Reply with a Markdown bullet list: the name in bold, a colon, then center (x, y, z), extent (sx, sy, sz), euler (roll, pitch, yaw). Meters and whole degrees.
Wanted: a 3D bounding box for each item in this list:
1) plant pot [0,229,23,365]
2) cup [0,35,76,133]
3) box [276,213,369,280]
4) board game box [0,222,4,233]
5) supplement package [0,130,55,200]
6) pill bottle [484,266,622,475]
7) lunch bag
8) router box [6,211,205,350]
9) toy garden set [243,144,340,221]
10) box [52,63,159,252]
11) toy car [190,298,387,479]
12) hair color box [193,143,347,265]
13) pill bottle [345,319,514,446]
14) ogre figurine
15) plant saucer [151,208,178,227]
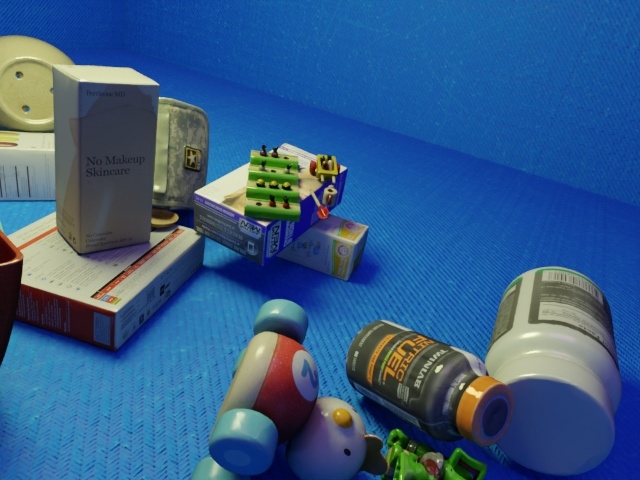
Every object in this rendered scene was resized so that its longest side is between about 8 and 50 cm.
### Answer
- **plant pot**: center (-0.563, 0.096, 0.655), extent (0.267, 0.236, 0.267), euler (31, 32, 33)
- **cup**: center (-0.771, -0.385, 1.356), extent (0.330, 0.332, 0.236), euler (-6, 13, -32)
- **box**: center (0.000, 0.000, 1.226), extent (0.203, 0.103, 0.114), euler (19, 28, 15)
- **board game box**: center (-0.721, 0.011, 0.972), extent (0.210, 0.047, 0.160), euler (-8, 32, -36)
- **supplement package**: center (-0.749, -0.183, 1.250), extent (0.243, 0.134, 0.139), euler (-3, 29, -27)
- **pill bottle**: center (0.391, 0.202, 0.872), extent (0.204, 0.204, 0.361), euler (21, 28, 18)
- **lunch bag**: center (-0.352, -0.192, 1.210), extent (0.168, 0.236, 0.287), euler (4, 2, -13)
- **router box**: center (-0.430, 0.043, 0.987), extent (0.300, 0.082, 0.335), euler (15, 26, 8)
- **toy garden set**: center (-0.050, -0.127, 1.067), extent (0.203, 0.049, 0.244), euler (6, 36, -9)
- **box**: center (-0.393, -0.149, 0.936), extent (0.147, 0.312, 0.121), euler (-14, 36, -42)
- **toy car**: center (-0.012, 0.238, 0.665), extent (0.237, 0.210, 0.219), euler (23, 36, -6)
- **hair color box**: center (-0.101, -0.096, 1.147), extent (0.185, 0.110, 0.339), euler (25, 39, 20)
- **pill bottle**: center (0.158, 0.211, 0.762), extent (0.130, 0.131, 0.245), euler (-8, 12, -34)
- **ogre figurine**: center (0.148, 0.312, 0.666), extent (0.118, 0.097, 0.197), euler (19, -18, 3)
- **plant saucer**: center (-0.346, -0.045, 1.088), extent (0.083, 0.015, 0.083), euler (9, 24, -4)
